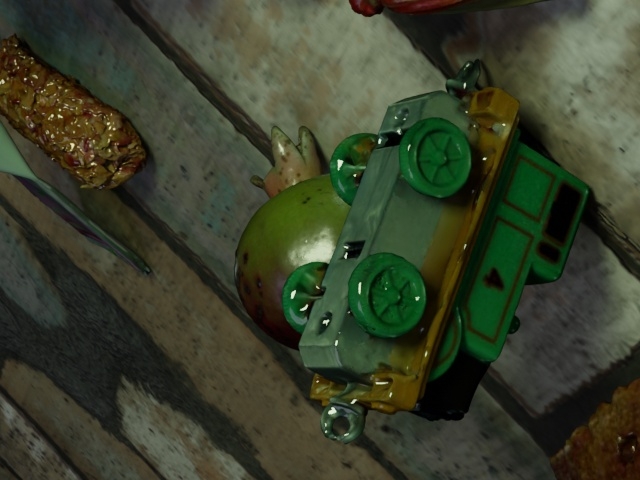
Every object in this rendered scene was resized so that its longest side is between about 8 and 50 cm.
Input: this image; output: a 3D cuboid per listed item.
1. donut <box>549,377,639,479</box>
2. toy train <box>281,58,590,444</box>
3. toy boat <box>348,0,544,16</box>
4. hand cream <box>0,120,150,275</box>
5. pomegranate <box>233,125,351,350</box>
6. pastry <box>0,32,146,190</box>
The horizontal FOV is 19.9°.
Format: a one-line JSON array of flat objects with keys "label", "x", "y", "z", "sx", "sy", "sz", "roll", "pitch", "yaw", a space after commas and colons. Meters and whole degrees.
[{"label": "donut", "x": 0.238, "y": 0.165, "z": 1.015, "sx": 0.186, "sy": 0.144, "sz": 0.126, "roll": 63, "pitch": 144, "yaw": 34}, {"label": "toy train", "x": 0.066, "y": 0.011, "z": 1.001, "sx": 0.136, "sy": 0.227, "sz": 0.091, "roll": 25, "pitch": 164, "yaw": -25}, {"label": "toy boat", "x": 0.043, "y": -0.156, "z": 0.936, "sx": 0.185, "sy": 0.071, "sz": 0.089, "roll": 25, "pitch": 104, "yaw": 41}, {"label": "hand cream", "x": -0.232, "y": -0.043, "z": 1.502, "sx": 0.275, "sy": 0.050, "sz": 0.079, "roll": 44, "pitch": -166, "yaw": -54}, {"label": "pomegranate", "x": -0.005, "y": 0.004, "z": 1.178, "sx": 0.159, "sy": 0.129, "sz": 0.129, "roll": 36, "pitch": 153, "yaw": 26}, {"label": "pastry", "x": -0.211, "y": -0.098, "z": 1.441, "sx": 0.169, "sy": 0.063, "sz": 0.087, "roll": 35, "pitch": 156, "yaw": 29}]
